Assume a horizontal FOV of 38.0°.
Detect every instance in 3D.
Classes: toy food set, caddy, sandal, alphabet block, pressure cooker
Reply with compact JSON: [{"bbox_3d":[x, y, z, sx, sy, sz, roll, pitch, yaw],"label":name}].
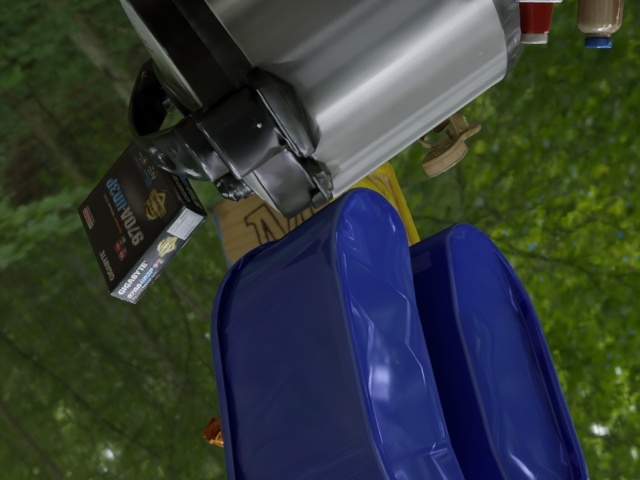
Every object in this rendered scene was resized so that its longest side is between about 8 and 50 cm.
[{"bbox_3d":[0.192,-0.212,0.793,0.232,0.104,0.111,-3,-166,-14],"label":"toy food set"},{"bbox_3d":[0.045,0.129,0.689,0.179,0.241,0.341,-39,-132,38],"label":"caddy"},{"bbox_3d":[0.178,-0.167,1.371,0.088,0.079,0.240,-29,-169,22],"label":"sandal"},{"bbox_3d":[0.000,0.000,1.277,0.197,0.192,0.193,-33,-115,33],"label":"alphabet block"},{"bbox_3d":[-0.031,-0.227,1.032,0.420,0.370,0.375,-35,-105,0],"label":"pressure cooker"}]

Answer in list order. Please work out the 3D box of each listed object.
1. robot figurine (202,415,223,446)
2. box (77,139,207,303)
[{"bbox_3d":[-0.068,0.367,1.793,0.211,0.291,0.085,-64,-156,1],"label":"robot figurine"},{"bbox_3d":[-0.268,-0.041,1.376,0.175,0.051,0.220,-48,-137,13],"label":"box"}]
